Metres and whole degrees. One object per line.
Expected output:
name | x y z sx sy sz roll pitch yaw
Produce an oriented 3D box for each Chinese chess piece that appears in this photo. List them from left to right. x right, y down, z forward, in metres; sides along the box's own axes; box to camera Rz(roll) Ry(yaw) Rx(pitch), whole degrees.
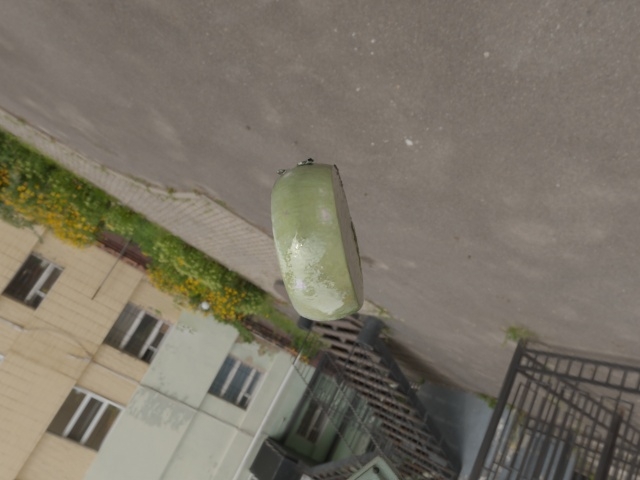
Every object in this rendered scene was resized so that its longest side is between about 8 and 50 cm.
Chinese chess piece | 0.000 0.000 0.703 0.092 0.238 0.238 -11 153 10

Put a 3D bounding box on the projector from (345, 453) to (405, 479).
projector | 0.053 0.277 0.403 0.147 0.115 0.061 52 173 25
